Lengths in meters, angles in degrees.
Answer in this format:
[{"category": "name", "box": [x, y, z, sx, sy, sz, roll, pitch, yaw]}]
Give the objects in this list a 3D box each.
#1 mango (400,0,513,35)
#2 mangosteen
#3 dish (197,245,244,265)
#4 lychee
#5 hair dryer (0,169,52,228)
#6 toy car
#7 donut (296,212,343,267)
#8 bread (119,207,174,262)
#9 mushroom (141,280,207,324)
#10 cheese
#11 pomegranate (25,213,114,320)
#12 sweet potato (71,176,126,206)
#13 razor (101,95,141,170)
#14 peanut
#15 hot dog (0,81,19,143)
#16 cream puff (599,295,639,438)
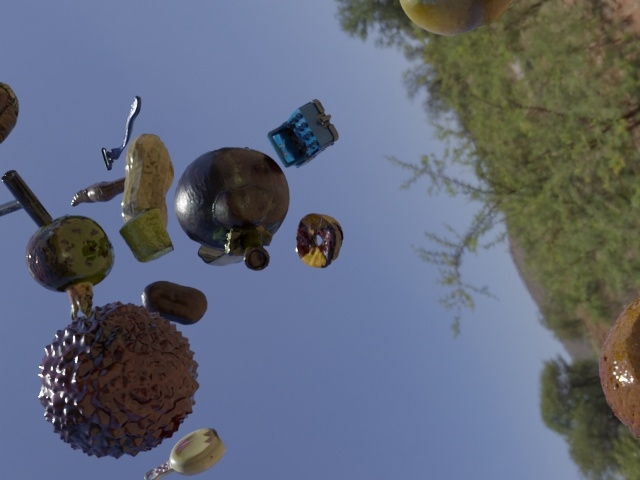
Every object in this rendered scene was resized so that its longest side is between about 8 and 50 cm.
[{"category": "mango", "box": [0.277, -0.544, 1.258, 0.253, 0.365, 0.182, 42, -129, 4]}, {"category": "mangosteen", "box": [-0.167, -0.049, 1.345, 0.231, 0.231, 0.289, 43, -154, -49]}, {"category": "dish", "box": [-0.197, 0.002, 1.620, 0.066, 0.191, 0.190, 48, -156, -27]}, {"category": "lychee", "box": [-0.539, 0.373, 1.866, 0.500, 0.425, 0.424, 141, 106, -81]}, {"category": "hair dryer", "box": [-0.837, -0.102, 1.828, 0.050, 0.195, 0.173, -74, -27, -45]}, {"category": "toy car", "box": [-0.047, -0.212, 1.434, 0.100, 0.191, 0.097, -30, -89, -27]}, {"category": "donut", "box": [0.000, 0.000, 1.722, 0.059, 0.140, 0.140, -13, -102, -52]}, {"category": "bread", "box": [-0.413, -0.013, 1.645, 0.114, 0.111, 0.129, 61, 171, 3]}, {"category": "mushroom", "box": [-0.524, 0.218, 2.461, 0.227, 0.148, 0.217, 22, 175, -12]}, {"category": "cheese", "box": [-0.372, 0.595, 1.873, 0.137, 0.227, 0.064, 40, 153, 63]}, {"category": "pomegranate", "box": [-0.586, 0.061, 1.629, 0.198, 0.198, 0.246, -41, -53, -71]}, {"category": "sweet potato", "box": [-0.629, -0.146, 2.023, 0.067, 0.274, 0.067, 40, -137, -53]}, {"category": "razor", "box": [-0.684, -0.385, 2.418, 0.056, 0.324, 0.093, -1, -127, -42]}, {"category": "peanut", "box": [-0.459, -0.137, 1.825, 0.130, 0.130, 0.290, 12, -97, -67]}, {"category": "hot dog", "box": [-0.905, -0.319, 1.856, 0.270, 0.082, 0.162, -71, -16, -47]}, {"category": "cream puff", "box": [0.613, 0.214, 1.130, 0.212, 0.303, 0.303, 66, -171, -61]}]
